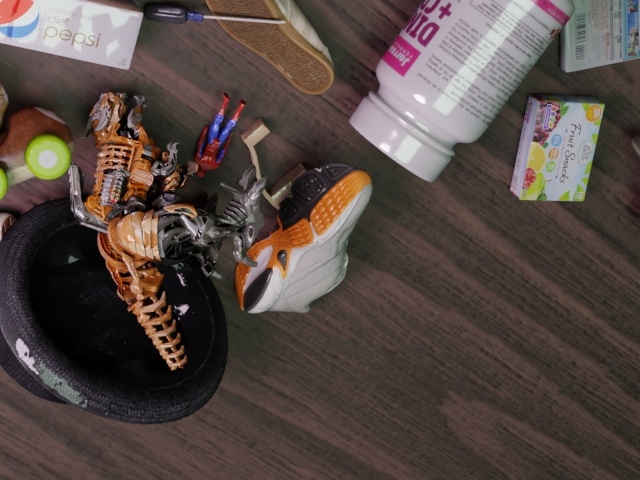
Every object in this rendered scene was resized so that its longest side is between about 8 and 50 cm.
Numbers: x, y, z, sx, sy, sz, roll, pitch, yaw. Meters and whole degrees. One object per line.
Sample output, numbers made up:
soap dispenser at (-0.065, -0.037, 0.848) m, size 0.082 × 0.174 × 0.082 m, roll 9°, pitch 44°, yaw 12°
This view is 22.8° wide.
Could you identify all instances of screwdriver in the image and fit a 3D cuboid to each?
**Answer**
screwdriver at (-0.127, -0.265, 1.899) m, size 0.170 × 0.025 × 0.024 m, roll 9°, pitch 146°, yaw 4°

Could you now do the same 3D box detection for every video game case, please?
video game case at (0.403, -0.339, 2.085) m, size 0.193 × 0.023 × 0.212 m, roll -12°, pitch 116°, yaw -13°

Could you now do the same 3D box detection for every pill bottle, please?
pill bottle at (0.171, -0.223, 1.977) m, size 0.160 × 0.160 × 0.283 m, roll 31°, pitch 100°, yaw -28°

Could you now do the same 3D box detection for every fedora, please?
fedora at (-0.281, 0.106, 1.954) m, size 0.334 × 0.334 × 0.152 m, roll 30°, pitch 136°, yaw -28°

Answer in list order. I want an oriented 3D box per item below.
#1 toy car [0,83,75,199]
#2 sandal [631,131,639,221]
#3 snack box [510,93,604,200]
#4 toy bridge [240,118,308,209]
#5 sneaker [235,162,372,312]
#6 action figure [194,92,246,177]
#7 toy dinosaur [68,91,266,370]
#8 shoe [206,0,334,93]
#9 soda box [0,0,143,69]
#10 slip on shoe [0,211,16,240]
toy car at (-0.382, -0.154, 1.832) m, size 0.149 × 0.155 × 0.188 m, roll -24°, pitch 106°, yaw -8°
sandal at (0.498, -0.018, 2.216) m, size 0.086 × 0.120 × 0.302 m, roll -26°, pitch 121°, yaw 9°
snack box at (0.319, -0.125, 2.144) m, size 0.100 × 0.037 × 0.141 m, roll 0°, pitch 113°, yaw -21°
toy bridge at (-0.042, -0.072, 2.049) m, size 0.063 × 0.026 × 0.188 m, roll -40°, pitch 120°, yaw 4°
sneaker at (0.000, 0.000, 2.042) m, size 0.121 × 0.099 × 0.262 m, roll 11°, pitch 136°, yaw -37°
action figure at (-0.130, -0.129, 1.991) m, size 0.038 × 0.030 × 0.115 m, roll 19°, pitch 111°, yaw -20°
toy dinosaur at (-0.200, -0.016, 1.913) m, size 0.218 × 0.164 × 0.321 m, roll -4°, pitch 101°, yaw -34°
shoe at (-0.064, -0.268, 1.941) m, size 0.077 × 0.058 × 0.219 m, roll -28°, pitch 120°, yaw 31°
soda box at (-0.322, -0.262, 1.841) m, size 0.216 × 0.069 × 0.074 m, roll 10°, pitch 109°, yaw -24°
slip on shoe at (-0.397, 0.025, 1.963) m, size 0.041 × 0.051 × 0.135 m, roll 11°, pitch 126°, yaw 19°
